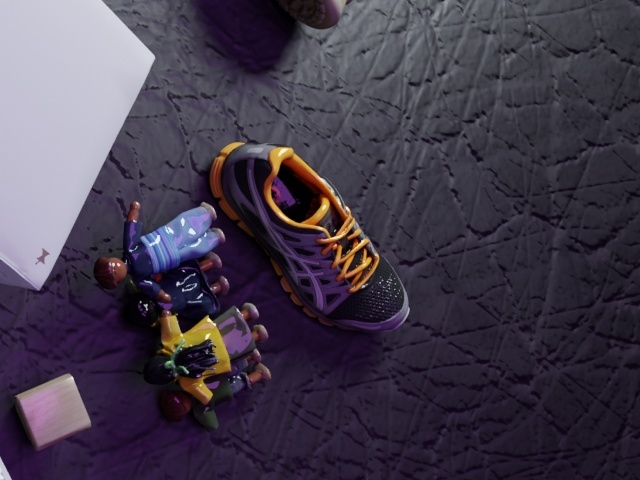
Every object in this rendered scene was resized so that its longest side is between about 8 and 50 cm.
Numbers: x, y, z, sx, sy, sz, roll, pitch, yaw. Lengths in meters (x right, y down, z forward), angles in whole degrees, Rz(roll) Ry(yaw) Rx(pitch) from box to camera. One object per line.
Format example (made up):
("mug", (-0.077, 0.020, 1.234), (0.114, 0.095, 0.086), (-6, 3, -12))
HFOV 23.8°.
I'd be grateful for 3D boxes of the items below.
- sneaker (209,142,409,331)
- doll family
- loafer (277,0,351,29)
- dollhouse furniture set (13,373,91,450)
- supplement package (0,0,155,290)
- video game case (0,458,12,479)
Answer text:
("sneaker", (0.000, 0.000, 1.271), (0.215, 0.083, 0.084), (43, 63, -19))
("doll family", (-0.112, 0.060, 1.209), (0.111, 0.076, 0.193), (-25, 90, -25))
("loafer", (-0.027, -0.312, 1.291), (0.092, 0.102, 0.268), (-25, 94, -24))
("dollhouse furniture set", (-0.248, 0.297, 1.036), (0.355, 0.174, 0.303), (-25, 96, -29))
("supplement package", (-0.274, -0.121, 1.041), (0.262, 0.145, 0.204), (46, 60, -48))
("video game case", (-0.300, 0.123, 1.028), (0.143, 0.019, 0.157), (-15, 69, -47))
